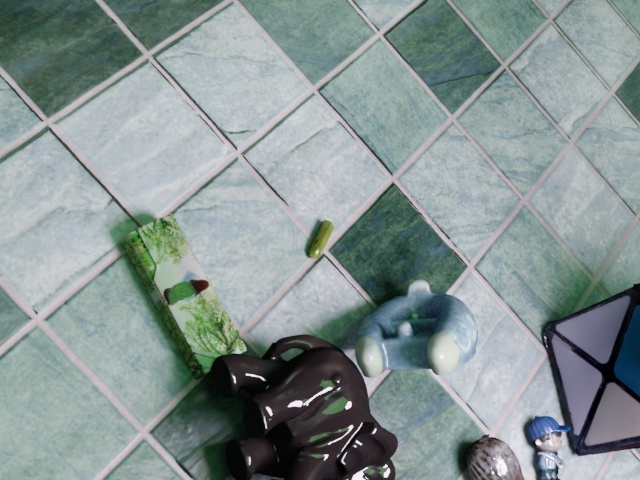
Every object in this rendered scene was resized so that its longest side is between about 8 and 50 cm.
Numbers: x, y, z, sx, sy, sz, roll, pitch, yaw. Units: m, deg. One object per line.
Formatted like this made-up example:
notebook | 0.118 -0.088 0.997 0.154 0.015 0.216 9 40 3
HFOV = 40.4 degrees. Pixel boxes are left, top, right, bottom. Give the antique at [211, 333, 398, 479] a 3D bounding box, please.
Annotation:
antique | -0.016 0.316 1.442 0.255 0.185 0.322 -6 82 -37

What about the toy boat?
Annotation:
toy boat | 0.172 0.150 1.568 0.330 0.215 0.123 -26 108 -69

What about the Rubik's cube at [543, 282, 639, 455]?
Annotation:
Rubik's cube | 0.685 0.262 1.787 0.305 0.307 0.310 2 69 -26

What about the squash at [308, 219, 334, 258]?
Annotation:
squash | 0.000 0.000 1.681 0.027 0.027 0.083 33 58 -14

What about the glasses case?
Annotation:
glasses case | -0.233 0.094 1.495 0.095 0.062 0.272 -28 85 -34

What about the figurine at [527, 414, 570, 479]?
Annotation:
figurine | 0.455 0.423 1.753 0.077 0.079 0.136 11 87 -49

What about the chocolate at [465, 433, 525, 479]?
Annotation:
chocolate | 0.354 0.486 1.643 0.110 0.110 0.248 -15 76 -32
